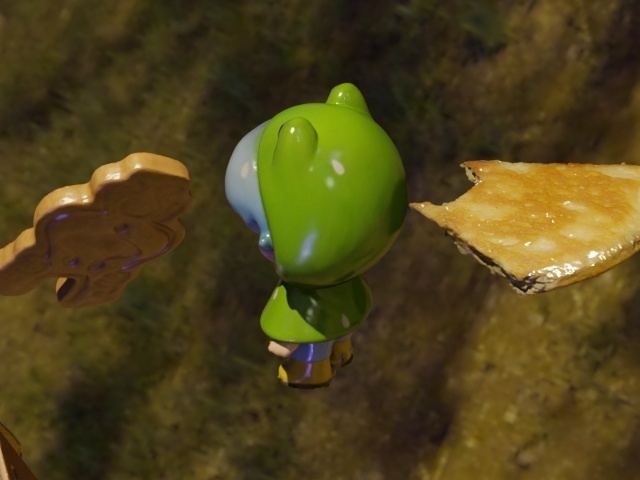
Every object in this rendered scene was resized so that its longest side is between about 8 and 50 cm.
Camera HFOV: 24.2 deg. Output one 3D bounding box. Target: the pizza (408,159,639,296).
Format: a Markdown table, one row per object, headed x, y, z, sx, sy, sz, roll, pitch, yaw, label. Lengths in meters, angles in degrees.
| x | y | z | sx | sy | sz | roll | pitch | yaw | label |
| --- | --- | --- | --- | --- | --- | --- | --- | --- | --- |
| 0.202 | -0.019 | 1.446 | 0.262 | 0.034 | 0.181 | 10 | 47 | 36 | pizza |

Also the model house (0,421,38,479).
| x | y | z | sx | sy | sz | roll | pitch | yaw | label |
| --- | --- | --- | --- | --- | --- | --- | --- | --- | --- |
| -0.216 | 0.219 | 0.938 | 0.207 | 0.136 | 0.219 | -54 | -32 | -26 | model house |

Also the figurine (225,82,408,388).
| x | y | z | sx | sy | sz | roll | pitch | yaw | label |
| --- | --- | --- | --- | --- | --- | --- | --- | --- | --- |
| 0.000 | 0.000 | 1.281 | 0.162 | 0.143 | 0.263 | -35 | -46 | -46 | figurine |

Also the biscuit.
| x | y | z | sx | sy | sz | roll | pitch | yaw | label |
| --- | --- | --- | --- | --- | --- | --- | --- | --- | --- |
| -0.204 | -0.004 | 1.379 | 0.236 | 0.144 | 0.040 | -38 | 56 | 39 | biscuit |
